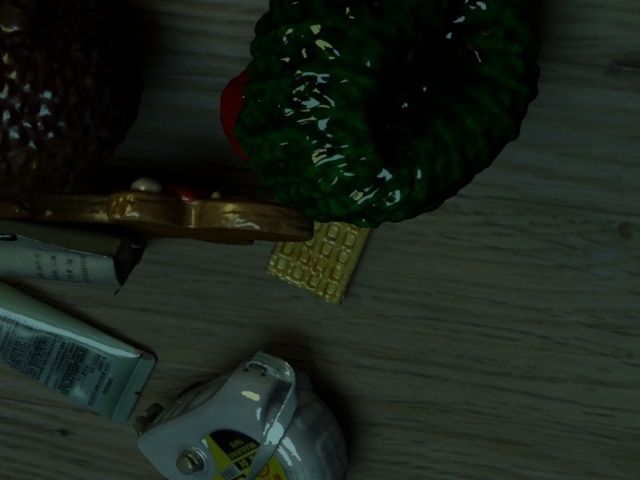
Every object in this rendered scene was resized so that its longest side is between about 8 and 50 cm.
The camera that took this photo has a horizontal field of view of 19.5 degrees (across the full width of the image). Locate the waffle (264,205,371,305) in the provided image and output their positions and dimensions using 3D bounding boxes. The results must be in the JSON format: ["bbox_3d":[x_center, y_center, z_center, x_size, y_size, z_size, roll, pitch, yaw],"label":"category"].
[{"bbox_3d":[0.000,0.000,1.874,0.092,0.021,0.135,25,130,9],"label":"waffle"}]

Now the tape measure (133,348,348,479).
[{"bbox_3d":[-0.067,0.225,1.999,0.236,0.120,0.197,-31,99,43],"label":"tape measure"}]

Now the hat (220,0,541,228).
[{"bbox_3d":[0.014,-0.145,1.650,0.332,0.274,0.242,-2,123,59],"label":"hat"}]

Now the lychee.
[{"bbox_3d":[-0.297,-0.152,1.770,0.261,0.260,0.260,13,127,18],"label":"lychee"}]

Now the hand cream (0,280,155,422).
[{"bbox_3d":[-0.353,0.092,2.098,0.341,0.078,0.124,27,130,-3],"label":"hand cream"}]

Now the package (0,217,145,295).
[{"bbox_3d":[-0.291,0.013,1.868,0.204,0.251,0.062,7,88,3],"label":"package"}]

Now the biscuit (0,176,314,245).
[{"bbox_3d":[-0.148,-0.027,1.841,0.324,0.205,0.049,3,84,35],"label":"biscuit"}]
